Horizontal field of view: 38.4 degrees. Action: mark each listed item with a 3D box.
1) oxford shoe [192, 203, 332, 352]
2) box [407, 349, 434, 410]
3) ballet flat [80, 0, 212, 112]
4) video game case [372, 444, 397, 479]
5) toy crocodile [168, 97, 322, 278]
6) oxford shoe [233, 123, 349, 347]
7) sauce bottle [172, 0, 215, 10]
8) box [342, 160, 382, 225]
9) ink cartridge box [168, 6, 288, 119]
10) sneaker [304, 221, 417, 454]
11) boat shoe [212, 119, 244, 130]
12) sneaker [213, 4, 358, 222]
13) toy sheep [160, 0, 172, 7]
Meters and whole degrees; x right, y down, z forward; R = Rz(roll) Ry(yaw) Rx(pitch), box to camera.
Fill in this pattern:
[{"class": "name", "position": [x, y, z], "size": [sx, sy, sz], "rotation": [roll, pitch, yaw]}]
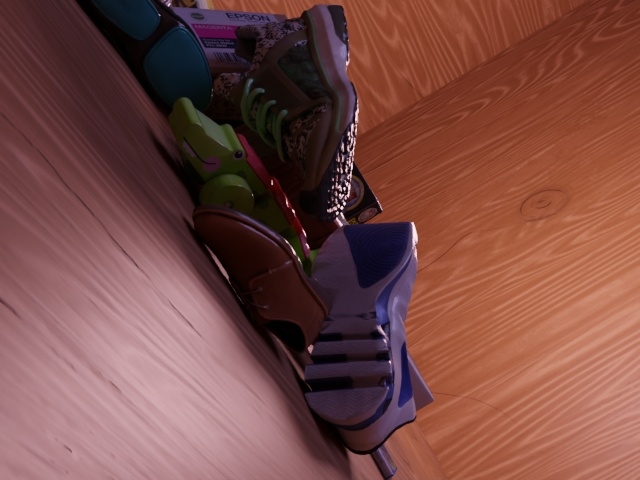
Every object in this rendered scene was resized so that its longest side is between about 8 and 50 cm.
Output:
[{"class": "oxford shoe", "position": [-0.064, 0.043, 0.977], "size": [0.212, 0.076, 0.076], "rotation": [47, 48, -31]}, {"class": "box", "position": [0.089, 0.202, 1.596], "size": [0.181, 0.119, 0.182], "rotation": [58, 2, -17]}, {"class": "ballet flat", "position": [-0.228, -0.276, 1.191], "size": [0.096, 0.095, 0.280], "rotation": [46, -6, 36]}, {"class": "video game case", "position": [0.068, 0.282, 1.404], "size": [0.166, 0.015, 0.119], "rotation": [60, 2, 11]}, {"class": "toy crocodile", "position": [-0.081, -0.043, 1.146], "size": [0.341, 0.105, 0.115], "rotation": [57, 3, -39]}, {"class": "oxford shoe", "position": [0.000, 0.000, 1.350], "size": [0.397, 0.140, 0.146], "rotation": [67, 19, -7]}, {"class": "sauce bottle", "position": [-0.261, -0.453, 1.689], "size": [0.111, 0.111, 0.345], "rotation": [-84, 155, -87]}, {"class": "box", "position": [-0.032, -0.117, 1.861], "size": [0.270, 0.216, 0.060], "rotation": [61, 3, 26]}, {"class": "ink cartridge box", "position": [-0.131, -0.272, 1.410], "size": [0.193, 0.234, 0.088], "rotation": [59, -38, 39]}, {"class": "sneaker", "position": [0.056, 0.137, 1.167], "size": [0.182, 0.127, 0.316], "rotation": [75, 20, -46]}, {"class": "boat shoe", "position": [-0.118, -0.177, 1.421], "size": [0.081, 0.068, 0.228], "rotation": [49, 34, -11]}, {"class": "sneaker", "position": [-0.049, -0.168, 1.208], "size": [0.410, 0.182, 0.158], "rotation": [-95, -175, -49]}, {"class": "toy sheep", "position": [-0.300, -0.423, 1.605], "size": [0.091, 0.091, 0.132], "rotation": [62, -2, 46]}]
